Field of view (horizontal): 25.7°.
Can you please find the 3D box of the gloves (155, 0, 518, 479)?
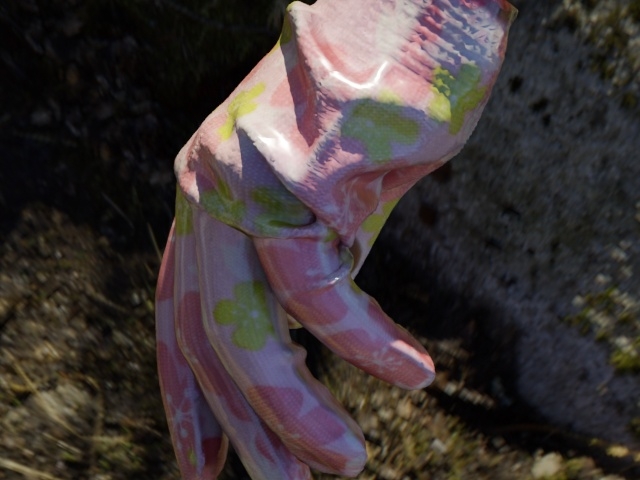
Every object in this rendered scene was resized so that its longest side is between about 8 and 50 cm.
[{"bbox_3d":[-0.009,-0.005,0.566,0.126,0.145,0.241,30,103,-27],"label":"gloves"}]
